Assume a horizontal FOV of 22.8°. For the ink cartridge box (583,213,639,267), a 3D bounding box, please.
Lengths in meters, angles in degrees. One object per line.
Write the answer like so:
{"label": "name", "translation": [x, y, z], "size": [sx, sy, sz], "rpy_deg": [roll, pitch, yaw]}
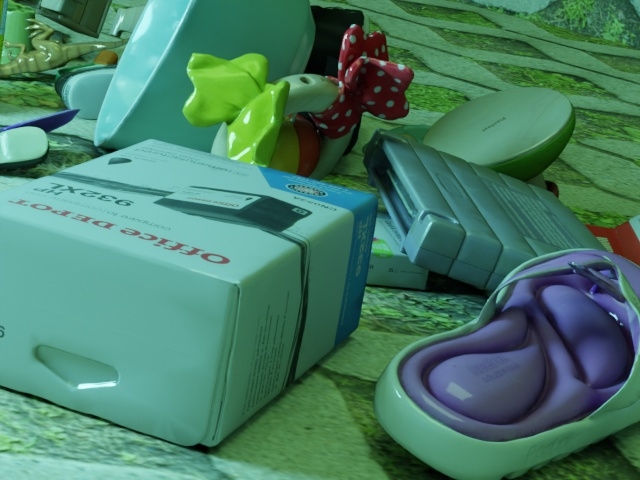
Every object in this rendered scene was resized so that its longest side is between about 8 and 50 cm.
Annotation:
{"label": "ink cartridge box", "translation": [0.378, -0.004, 1.766], "size": [0.225, 0.056, 0.181], "rpy_deg": [12, 16, -1]}

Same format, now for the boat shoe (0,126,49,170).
{"label": "boat shoe", "translation": [-0.348, -0.093, 1.649], "size": [0.133, 0.049, 0.042], "rpy_deg": [-2, -17, -8]}

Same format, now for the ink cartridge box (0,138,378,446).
{"label": "ink cartridge box", "translation": [-0.111, 0.026, 1.230], "size": [0.223, 0.129, 0.307], "rpy_deg": [16, 17, 16]}

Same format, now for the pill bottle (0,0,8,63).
{"label": "pill bottle", "translation": [-0.428, -0.265, 1.865], "size": [0.117, 0.215, 0.117], "rpy_deg": [9, 16, -3]}

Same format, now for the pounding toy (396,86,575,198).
{"label": "pounding toy", "translation": [0.197, -0.082, 1.882], "size": [0.237, 0.110, 0.183], "rpy_deg": [-18, 27, 6]}

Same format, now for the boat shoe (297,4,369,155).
{"label": "boat shoe", "translation": [0.001, -0.170, 2.013], "size": [0.127, 0.158, 0.340], "rpy_deg": [7, -12, 4]}

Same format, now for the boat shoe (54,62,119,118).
{"label": "boat shoe", "translation": [-0.224, -0.194, 1.994], "size": [0.219, 0.078, 0.070], "rpy_deg": [-1, 21, -29]}

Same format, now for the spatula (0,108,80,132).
{"label": "spatula", "translation": [-0.406, -0.119, 1.682], "size": [0.296, 0.030, 0.084], "rpy_deg": [-1, -11, -21]}

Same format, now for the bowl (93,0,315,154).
{"label": "bowl", "translation": [-0.118, -0.212, 1.816], "size": [0.163, 0.311, 0.311], "rpy_deg": [26, 12, -18]}

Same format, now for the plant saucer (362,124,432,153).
{"label": "plant saucer", "translation": [0.152, -0.116, 2.034], "size": [0.195, 0.037, 0.195], "rpy_deg": [9, 17, -3]}

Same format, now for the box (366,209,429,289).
{"label": "box", "translation": [0.000, 0.000, 1.549], "size": [0.186, 0.038, 0.145], "rpy_deg": [7, 17, -14]}

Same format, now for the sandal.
{"label": "sandal", "translation": [0.195, 0.073, 1.235], "size": [0.169, 0.102, 0.416], "rpy_deg": [34, 31, 17]}

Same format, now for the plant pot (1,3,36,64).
{"label": "plant pot", "translation": [-0.417, -0.278, 2.155], "size": [0.083, 0.079, 0.083], "rpy_deg": [10, 15, -3]}

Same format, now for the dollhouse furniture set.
{"label": "dollhouse furniture set", "translation": [-0.210, -0.344, 2.181], "size": [0.355, 0.174, 0.303], "rpy_deg": [19, 0, 27]}

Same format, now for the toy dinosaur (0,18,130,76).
{"label": "toy dinosaur", "translation": [-0.346, -0.246, 2.094], "size": [0.211, 0.064, 0.112], "rpy_deg": [-15, 38, -4]}

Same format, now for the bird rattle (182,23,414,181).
{"label": "bird rattle", "translation": [-0.030, -0.125, 1.654], "size": [0.253, 0.207, 0.143], "rpy_deg": [-19, 56, -40]}

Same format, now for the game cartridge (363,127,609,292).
{"label": "game cartridge", "translation": [0.173, -0.011, 1.586], "size": [0.230, 0.068, 0.355], "rpy_deg": [24, 14, -12]}

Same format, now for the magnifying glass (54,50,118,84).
{"label": "magnifying glass", "translation": [-0.303, -0.227, 2.152], "size": [0.092, 0.026, 0.231], "rpy_deg": [9, 16, -3]}
